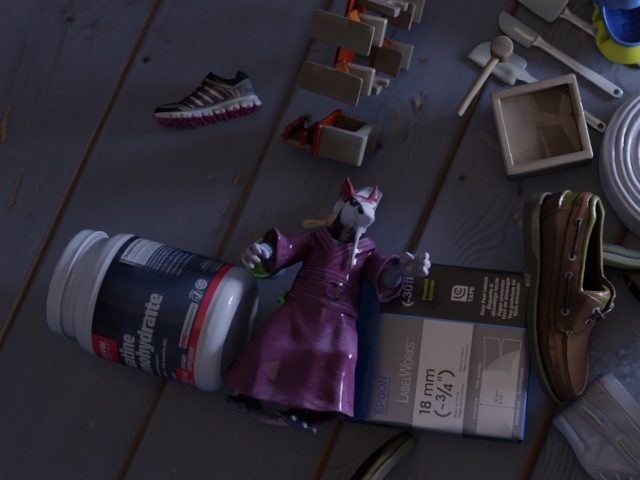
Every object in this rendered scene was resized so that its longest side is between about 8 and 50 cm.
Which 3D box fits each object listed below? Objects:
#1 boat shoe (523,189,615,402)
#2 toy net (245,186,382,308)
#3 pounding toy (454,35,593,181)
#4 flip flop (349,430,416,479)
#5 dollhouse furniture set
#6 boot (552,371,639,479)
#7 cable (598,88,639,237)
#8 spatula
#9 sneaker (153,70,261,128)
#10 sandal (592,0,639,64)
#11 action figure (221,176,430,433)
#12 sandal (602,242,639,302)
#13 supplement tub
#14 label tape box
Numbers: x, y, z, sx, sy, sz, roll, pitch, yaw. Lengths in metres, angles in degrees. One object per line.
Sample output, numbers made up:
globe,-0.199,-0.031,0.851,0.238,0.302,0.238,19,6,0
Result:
boat shoe,0.350,0.083,1.719,0.104,0.111,0.307,-1,106,30
toy net,0.000,0.000,1.873,0.232,0.045,0.122,-39,52,5
pounding toy,0.293,-0.198,1.852,0.181,0.094,0.206,-12,84,9
flip flop,0.050,0.394,1.794,0.080,0.112,0.277,45,84,-1
dollhouse furniture set,0.033,-0.253,1.839,0.135,0.262,0.259,19,115,14
boot,0.445,0.319,1.751,0.123,0.095,0.258,-41,68,6
cable,0.538,-0.115,1.805,0.257,0.089,0.257,-15,78,6
spatula,0.371,-0.285,1.898,0.242,0.019,0.168,35,86,13
sneaker,-0.181,-0.225,1.954,0.170,0.063,0.074,-12,79,2
sandal,0.435,-0.429,1.849,0.126,0.138,0.317,-20,73,0
action figure,0.018,0.093,1.768,0.248,0.276,0.370,19,76,12
sandal,0.471,0.063,1.774,0.303,0.120,0.086,9,77,20
supplement tub,-0.245,0.099,1.838,0.272,0.191,0.191,16,83,11
label tape box,0.140,0.157,1.812,0.334,0.106,0.240,6,80,10
